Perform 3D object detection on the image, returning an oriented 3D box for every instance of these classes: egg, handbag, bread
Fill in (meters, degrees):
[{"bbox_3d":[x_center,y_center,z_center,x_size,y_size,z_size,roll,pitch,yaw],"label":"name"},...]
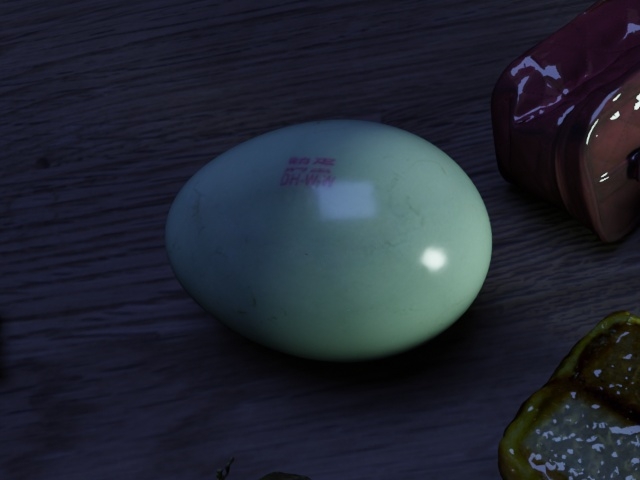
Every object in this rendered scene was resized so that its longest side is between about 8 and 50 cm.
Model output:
[{"bbox_3d":[0.000,0.000,0.739,0.264,0.183,0.183,1,49,28],"label":"egg"},{"bbox_3d":[0.256,-0.112,0.791,0.225,0.146,0.135,-33,42,-13],"label":"handbag"},{"bbox_3d":[0.221,0.156,0.593,0.181,0.096,0.222,-38,49,-21],"label":"bread"}]

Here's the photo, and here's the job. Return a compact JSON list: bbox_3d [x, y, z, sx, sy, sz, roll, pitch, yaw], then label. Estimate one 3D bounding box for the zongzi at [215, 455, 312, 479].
[{"bbox_3d":[0.045,0.196,0.575,0.184,0.084,0.187,-12,51,-42],"label":"zongzi"}]
